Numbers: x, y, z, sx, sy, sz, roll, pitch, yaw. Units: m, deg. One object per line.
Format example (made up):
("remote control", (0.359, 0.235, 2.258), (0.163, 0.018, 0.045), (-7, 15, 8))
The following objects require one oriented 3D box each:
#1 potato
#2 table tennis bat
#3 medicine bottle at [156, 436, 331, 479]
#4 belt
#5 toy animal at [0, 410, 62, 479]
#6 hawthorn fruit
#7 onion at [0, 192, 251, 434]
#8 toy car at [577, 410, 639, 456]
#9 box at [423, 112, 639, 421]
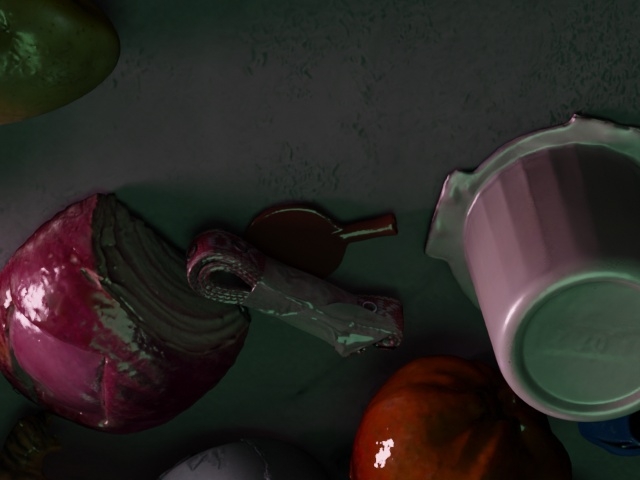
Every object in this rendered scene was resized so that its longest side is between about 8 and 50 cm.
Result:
("potato", (-0.275, -0.174, 1.543), (0.194, 0.157, 0.157), (3, 124, -20))
("table tennis bat", (0.000, 0.000, 1.729), (0.154, 0.019, 0.098), (-12, 125, 9))
("medicine bottle", (-0.048, 0.375, 1.780), (0.245, 0.290, 0.245), (-9, 118, -17))
("belt", (-0.028, 0.057, 1.733), (0.232, 0.053, 0.071), (22, 119, -18))
("toy animal", (-0.352, 0.297, 1.871), (0.116, 0.114, 0.255), (48, 125, -2))
("hawthorn fruit", (0.126, 0.245, 1.784), (0.224, 0.224, 0.261), (18, 130, -13))
("onion", (-0.213, 0.110, 1.744), (0.250, 0.111, 0.247), (38, 113, -25))
("toy car", (0.374, 0.175, 1.827), (0.216, 0.063, 0.103), (-11, 124, 6))
("box", (0.250, 0.063, 1.665), (0.262, 0.206, 0.291), (-23, 119, 14))
